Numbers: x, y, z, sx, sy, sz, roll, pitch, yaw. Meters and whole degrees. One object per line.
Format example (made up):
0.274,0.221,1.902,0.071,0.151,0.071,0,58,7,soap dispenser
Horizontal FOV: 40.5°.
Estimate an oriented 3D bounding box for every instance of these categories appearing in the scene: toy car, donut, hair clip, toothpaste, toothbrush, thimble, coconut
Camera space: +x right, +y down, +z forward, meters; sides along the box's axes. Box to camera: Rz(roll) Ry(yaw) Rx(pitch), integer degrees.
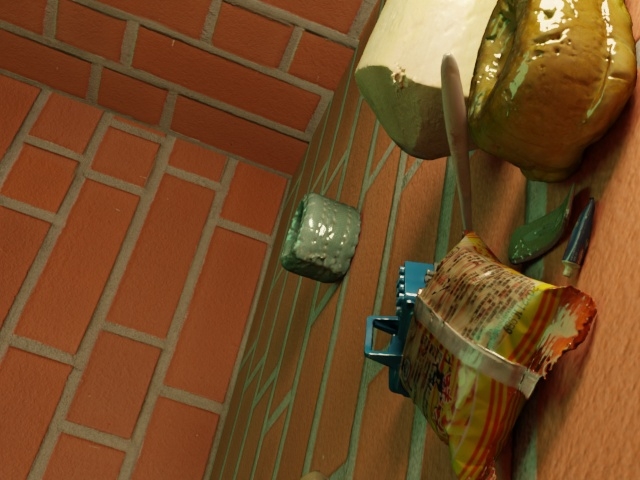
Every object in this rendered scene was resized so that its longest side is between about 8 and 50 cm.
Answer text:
0.110,0.116,1.131,0.097,0.100,0.191,-79,-4,-59,toy car
0.247,-0.188,0.953,0.208,0.128,0.261,117,169,-48,donut
0.243,-0.015,0.936,0.137,0.022,0.054,125,163,-61,hair clip
0.255,-0.003,0.851,0.027,0.019,0.083,40,-111,-74,toothpaste
0.170,-0.076,1.033,0.029,0.025,0.307,-104,1,-59,toothbrush
0.000,0.000,2.019,0.235,0.143,0.198,-90,20,-67,thimble
0.169,-0.229,1.189,0.239,0.239,0.244,157,133,-78,coconut

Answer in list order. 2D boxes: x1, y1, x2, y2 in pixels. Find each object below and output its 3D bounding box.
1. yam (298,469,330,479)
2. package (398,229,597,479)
-0.061,0.511,1.477,0.081,0.081,0.357,-80,11,-48,yam
0.157,0.115,0.912,0.288,0.108,0.223,-124,53,-76,package
